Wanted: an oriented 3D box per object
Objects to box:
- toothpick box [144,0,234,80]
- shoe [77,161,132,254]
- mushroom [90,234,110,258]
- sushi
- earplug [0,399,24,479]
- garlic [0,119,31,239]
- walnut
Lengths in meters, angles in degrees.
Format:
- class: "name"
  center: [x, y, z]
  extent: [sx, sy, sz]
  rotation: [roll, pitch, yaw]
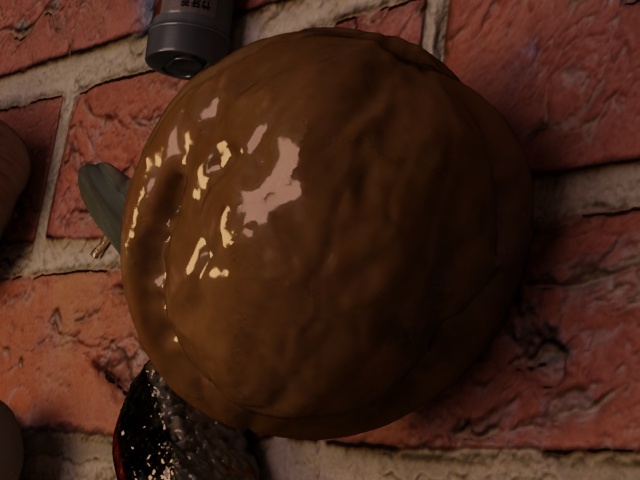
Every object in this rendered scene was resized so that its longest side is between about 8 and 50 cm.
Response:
- class: "toothpick box"
  center: [-0.152, -0.280, 2.008]
  extent: [0.101, 0.101, 0.153]
  rotation: [-12, 66, 49]
- class: "shoe"
  center: [-0.199, -0.019, 1.980]
  extent: [0.100, 0.103, 0.251]
  rotation: [-32, 52, -17]
- class: "mushroom"
  center: [-0.213, -0.087, 2.076]
  extent: [0.026, 0.028, 0.286]
  rotation: [40, 115, 6]
- class: "sushi"
  center: [-0.143, 0.222, 1.769]
  extent: [0.126, 0.136, 0.225]
  rotation: [-52, 35, 21]
- class: "earplug"
  center: [-0.468, 0.296, 2.116]
  extent: [0.325, 0.175, 0.214]
  rotation: [118, 154, -66]
- class: "garlic"
  center: [-0.560, -0.065, 2.306]
  extent: [0.317, 0.259, 0.317]
  rotation: [-17, 68, 48]
- class: "walnut"
  center: [0.006, -0.014, 1.537]
  extent: [0.383, 0.383, 0.383]
  rotation: [-24, 58, 45]
